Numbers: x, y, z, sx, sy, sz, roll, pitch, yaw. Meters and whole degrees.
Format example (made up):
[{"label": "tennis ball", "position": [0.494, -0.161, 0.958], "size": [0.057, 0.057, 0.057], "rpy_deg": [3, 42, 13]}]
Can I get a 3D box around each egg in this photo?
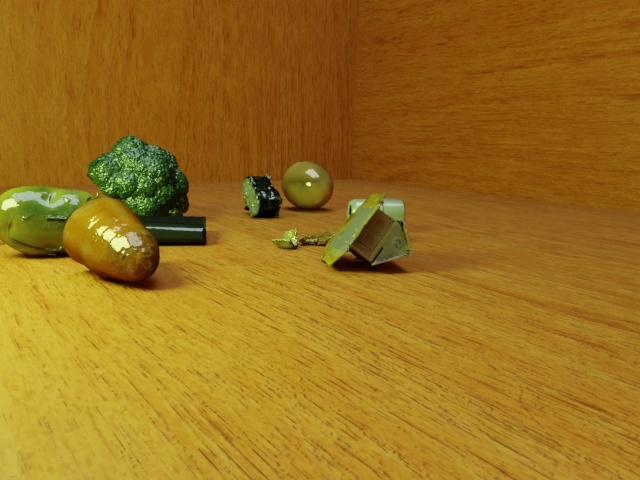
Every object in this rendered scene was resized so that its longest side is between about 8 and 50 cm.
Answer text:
[{"label": "egg", "position": [-0.048, -0.225, 2.314], "size": [0.201, 0.201, 0.244], "rpy_deg": [-4, 13, -29]}]

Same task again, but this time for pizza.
[{"label": "pizza", "position": [-0.014, 0.000, 1.557], "size": [0.099, 0.029, 0.100], "rpy_deg": [-10, 11, -16]}]

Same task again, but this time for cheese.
[{"label": "cheese", "position": [-0.087, -0.001, 1.499], "size": [0.060, 0.041, 0.084], "rpy_deg": [-2, 24, 21]}]

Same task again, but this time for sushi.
[{"label": "sushi", "position": [-0.220, -0.152, 2.099], "size": [0.115, 0.147, 0.212], "rpy_deg": [3, 26, -26]}]

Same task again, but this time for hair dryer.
[{"label": "hair dryer", "position": [0.163, -0.085, 1.928], "size": [0.173, 0.107, 0.357], "rpy_deg": [1, 1, -7]}]

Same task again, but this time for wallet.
[{"label": "wallet", "position": [-0.520, -0.030, 1.541], "size": [0.406, 0.062, 0.228], "rpy_deg": [0, 10, -12]}]

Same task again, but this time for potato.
[{"label": "potato", "position": [-0.632, -0.046, 1.309], "size": [0.248, 0.169, 0.143], "rpy_deg": [6, -24, -33]}]

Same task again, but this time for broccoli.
[{"label": "broccoli", "position": [-0.591, -0.169, 1.812], "size": [0.283, 0.321, 0.304], "rpy_deg": [-39, -6, 38]}]

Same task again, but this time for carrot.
[{"label": "carrot", "position": [-0.389, 0.014, 1.113], "size": [0.225, 0.159, 0.159], "rpy_deg": [24, 22, 39]}]

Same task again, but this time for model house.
[{"label": "model house", "position": [0.119, 0.008, 1.313], "size": [0.136, 0.207, 0.219], "rpy_deg": [37, -6, -9]}]

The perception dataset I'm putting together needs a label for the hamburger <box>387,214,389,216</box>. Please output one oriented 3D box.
[{"label": "hamburger", "position": [0.153, -0.037, 1.622], "size": [0.126, 0.081, 0.141], "rpy_deg": [9, 13, 35]}]
